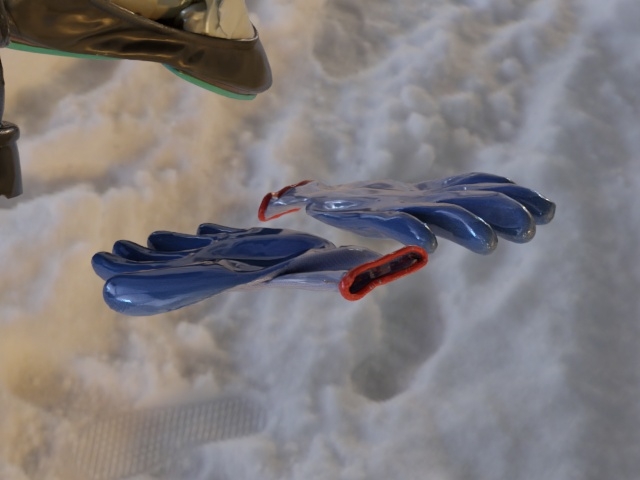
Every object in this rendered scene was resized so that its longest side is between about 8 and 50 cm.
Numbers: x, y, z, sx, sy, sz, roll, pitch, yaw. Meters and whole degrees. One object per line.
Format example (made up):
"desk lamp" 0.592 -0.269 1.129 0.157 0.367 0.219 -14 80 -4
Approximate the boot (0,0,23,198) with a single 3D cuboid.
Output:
"boot" -0.287 -0.133 0.491 0.131 0.260 0.348 12 17 43

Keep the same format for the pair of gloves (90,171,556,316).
"pair of gloves" 0.000 0.000 0.512 0.159 0.023 0.198 4 18 42

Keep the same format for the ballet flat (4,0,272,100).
"ballet flat" -0.112 -0.160 0.793 0.095 0.096 0.280 46 24 28
